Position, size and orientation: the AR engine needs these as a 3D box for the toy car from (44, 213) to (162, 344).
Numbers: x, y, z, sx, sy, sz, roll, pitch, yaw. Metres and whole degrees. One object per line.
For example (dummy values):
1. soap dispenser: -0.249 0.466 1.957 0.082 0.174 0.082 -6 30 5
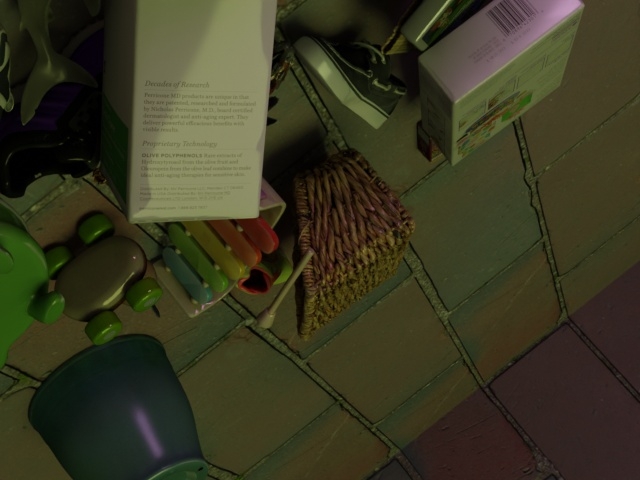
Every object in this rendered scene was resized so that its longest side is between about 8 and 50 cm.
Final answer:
1. toy car: -0.310 0.069 1.579 0.149 0.155 0.188 -39 164 1

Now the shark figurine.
1. shark figurine: -0.312 -0.258 1.100 0.116 0.166 0.278 -36 173 -35

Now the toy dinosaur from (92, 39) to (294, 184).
1. toy dinosaur: -0.154 -0.170 1.383 0.322 0.164 0.218 -60 -172 -18

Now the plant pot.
1. plant pot: -0.338 0.352 1.826 0.271 0.255 0.272 -28 150 -18

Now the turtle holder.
1. turtle holder: -0.453 0.037 1.266 0.243 0.227 0.320 -44 152 9

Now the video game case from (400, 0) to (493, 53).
1. video game case: 0.263 -0.402 1.536 0.329 0.036 0.300 -50 167 10

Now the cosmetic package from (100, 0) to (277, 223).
1. cosmetic package: -0.146 -0.222 1.116 0.155 0.197 0.365 -3 111 -20

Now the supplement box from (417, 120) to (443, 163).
1. supplement box: 0.211 -0.190 1.898 0.055 0.043 0.083 -31 152 -13

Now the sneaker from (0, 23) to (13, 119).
1. sneaker: -0.446 -0.144 1.149 0.235 0.094 0.153 -36 145 -27

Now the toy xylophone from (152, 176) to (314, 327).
1. toy xylophone: -0.138 0.005 1.592 0.081 0.236 0.323 -28 154 -42

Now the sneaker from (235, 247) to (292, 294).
1. sneaker: -0.111 0.063 1.839 0.081 0.094 0.208 -51 151 19

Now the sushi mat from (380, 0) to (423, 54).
1. sushi mat: 0.195 -0.351 1.580 0.151 0.019 0.316 -55 165 25

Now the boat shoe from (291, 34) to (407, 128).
1. boat shoe: 0.056 -0.257 1.557 0.102 0.108 0.301 -45 154 10

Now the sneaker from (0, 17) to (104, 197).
1. sneaker: -0.293 -0.152 1.262 0.293 0.146 0.102 -36 152 -4

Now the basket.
1. basket: 0.000 0.000 1.736 0.223 0.213 0.299 -35 167 -12

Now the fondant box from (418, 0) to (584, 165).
1. fondant box: 0.275 -0.264 1.622 0.238 0.096 0.330 -37 165 -2
